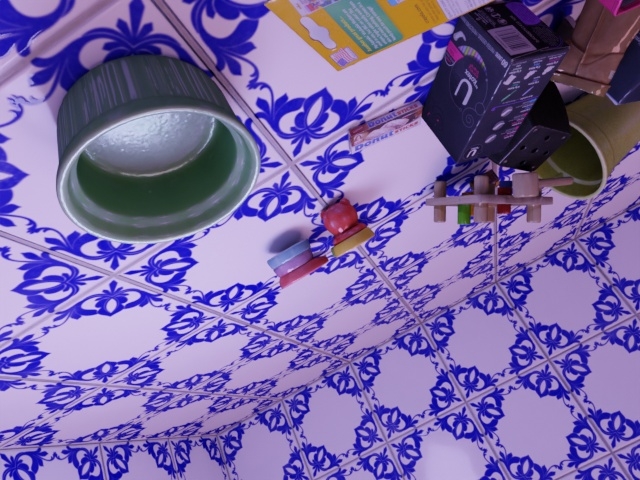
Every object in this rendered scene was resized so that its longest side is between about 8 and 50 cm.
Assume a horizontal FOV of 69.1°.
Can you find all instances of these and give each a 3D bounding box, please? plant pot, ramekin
[{"bbox_3d":[0.758,-0.298,1.297,0.253,0.276,0.276,-36,154,-8],"label":"plant pot"},{"bbox_3d":[0.477,-0.274,1.117,0.187,0.167,0.188,4,141,-28],"label":"plant pot"},{"bbox_3d":[-0.263,-0.142,0.749,0.303,0.148,0.303,-21,152,-11],"label":"ramekin"}]

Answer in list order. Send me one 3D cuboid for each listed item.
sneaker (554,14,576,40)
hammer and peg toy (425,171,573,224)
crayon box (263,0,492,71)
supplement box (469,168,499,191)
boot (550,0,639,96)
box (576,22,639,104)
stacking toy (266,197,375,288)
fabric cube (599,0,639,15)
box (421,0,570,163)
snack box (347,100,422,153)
[{"bbox_3d":[0.529,-0.428,1.050,0.064,0.061,0.158,-20,152,0],"label":"sneaker"},{"bbox_3d":[0.498,-0.107,1.282,0.265,0.128,0.361,-1,-178,-22],"label":"hammer and peg toy"},{"bbox_3d":[0.105,-0.377,0.648,0.322,0.083,0.203,-14,162,31],"label":"crayon box"},{"bbox_3d":[0.528,-0.181,1.496,0.083,0.043,0.055,-33,151,11],"label":"supplement box"},{"bbox_3d":[0.530,-0.454,0.931,0.089,0.236,0.270,-25,137,-52],"label":"boot"},{"bbox_3d":[0.768,-0.509,0.950,0.293,0.212,0.396,-13,149,-25],"label":"box"},{"bbox_3d":[0.000,0.000,1.336,0.308,0.131,0.279,-30,179,13],"label":"stacking toy"},{"bbox_3d":[0.453,-0.518,0.605,0.258,0.258,0.254,-25,152,-3],"label":"fabric cube"},{"bbox_3d":[0.339,-0.317,0.956,0.143,0.165,0.270,-18,151,-18],"label":"box"},{"bbox_3d":[0.146,-0.255,1.051,0.178,0.022,0.064,-24,154,-5],"label":"snack box"}]
